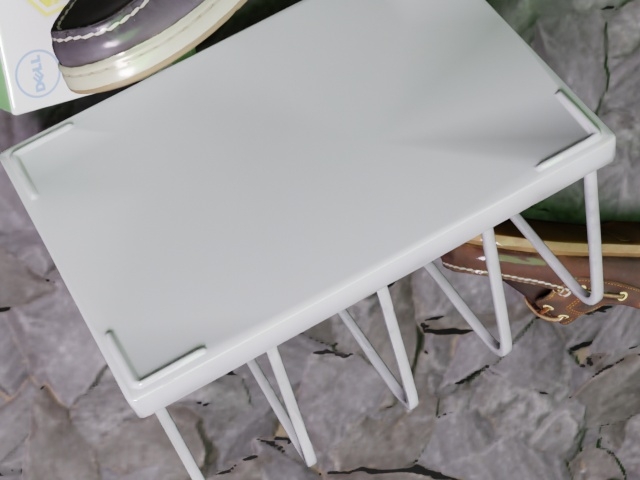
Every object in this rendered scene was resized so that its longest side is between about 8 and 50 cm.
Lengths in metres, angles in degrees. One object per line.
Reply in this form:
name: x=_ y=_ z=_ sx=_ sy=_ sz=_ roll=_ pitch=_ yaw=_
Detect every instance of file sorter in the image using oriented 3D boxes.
file sorter: x=0.000 y=0.000 z=0.818 sx=0.278 sy=0.193 sz=0.173 roll=-28 pitch=142 yaw=-10

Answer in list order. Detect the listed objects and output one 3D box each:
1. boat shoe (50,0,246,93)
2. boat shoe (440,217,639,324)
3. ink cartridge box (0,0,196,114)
boat shoe: x=-0.059 y=-0.194 z=0.744 sx=0.285 sy=0.103 sz=0.092 roll=-54 pitch=129 yaw=-28
boat shoe: x=0.174 y=0.023 z=0.971 sx=0.207 sy=0.073 sz=0.073 roll=4 pitch=104 yaw=-22
ink cartridge box: x=-0.187 y=-0.150 z=0.754 sx=0.235 sy=0.056 sz=0.171 roll=-21 pitch=116 yaw=-33
